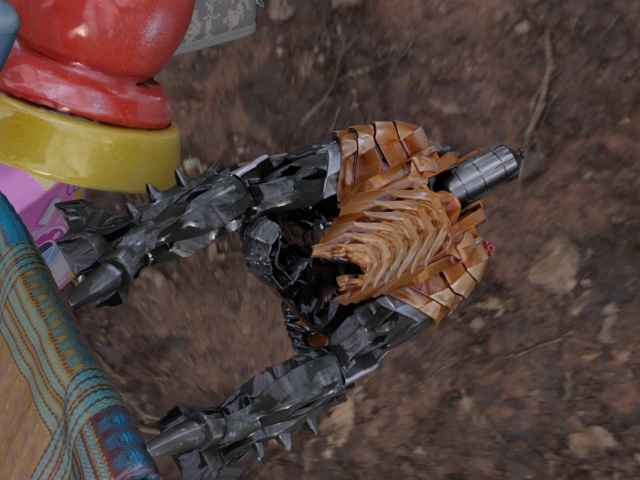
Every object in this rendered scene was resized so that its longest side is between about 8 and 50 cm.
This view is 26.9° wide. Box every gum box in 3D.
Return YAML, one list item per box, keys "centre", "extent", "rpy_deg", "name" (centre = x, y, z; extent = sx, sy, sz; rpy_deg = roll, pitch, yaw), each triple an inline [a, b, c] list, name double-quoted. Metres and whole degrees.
- centre: [-0.269, -0.002, 1.195]
  extent: [0.062, 0.188, 0.107]
  rpy_deg: [38, 56, 15]
  name: "gum box"

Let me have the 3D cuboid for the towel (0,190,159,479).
- centre: [-0.214, 0.136, 0.764]
  extent: [0.040, 0.370, 0.271]
  rpy_deg: [20, 104, -32]
  name: "towel"

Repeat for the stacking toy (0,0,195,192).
- centre: [-0.216, -0.118, 0.613]
  extent: [0.279, 0.309, 0.130]
  rpy_deg: [22, 105, 15]
  name: "stacking toy"

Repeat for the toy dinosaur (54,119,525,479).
- centre: [0.000, 0.000, 0.632]
  extent: [0.218, 0.322, 0.164]
  rpy_deg: [-27, 70, 0]
  name: "toy dinosaur"

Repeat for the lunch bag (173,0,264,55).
- centre: [-0.195, -0.329, 1.481]
  extent: [0.287, 0.169, 0.235]
  rpy_deg: [-15, 120, -32]
  name: "lunch bag"
